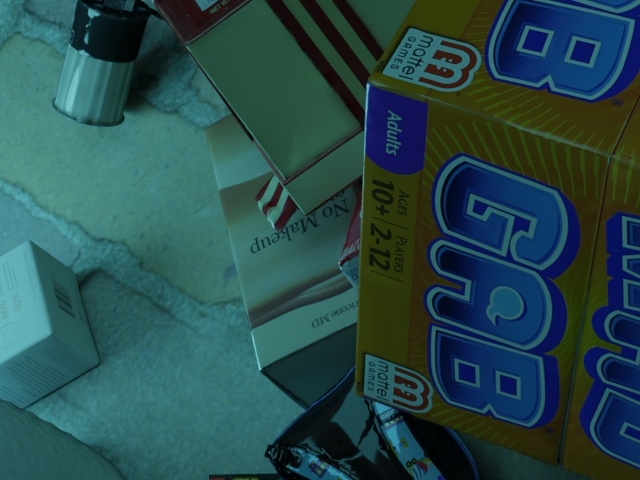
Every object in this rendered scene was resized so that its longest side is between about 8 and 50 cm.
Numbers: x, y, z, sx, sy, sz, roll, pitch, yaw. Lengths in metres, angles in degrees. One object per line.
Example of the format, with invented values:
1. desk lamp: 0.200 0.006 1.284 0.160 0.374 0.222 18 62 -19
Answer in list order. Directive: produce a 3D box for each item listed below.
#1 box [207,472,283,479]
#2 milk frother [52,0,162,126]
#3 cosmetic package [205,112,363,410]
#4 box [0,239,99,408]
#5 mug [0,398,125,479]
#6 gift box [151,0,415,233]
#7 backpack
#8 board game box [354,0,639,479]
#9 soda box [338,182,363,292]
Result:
1. box: -0.052 0.270 1.894 0.137 0.027 0.094 -4 65 30
2. milk frother: -0.208 -0.199 2.205 0.143 0.129 0.134 21 115 10
3. cosmetic package: 0.000 0.000 1.941 0.153 0.129 0.296 -27 55 15
4. box: -0.341 0.105 2.120 0.170 0.091 0.130 -30 54 15
5. mug: -0.334 0.270 1.874 0.374 0.328 0.276 3 67 33
6. gift box: -0.006 -0.182 1.797 0.255 0.258 0.276 -33 39 5
7. backpack: 0.063 0.207 1.800 0.158 0.117 0.173 -44 77 6
8. board game box: 0.258 -0.057 1.535 0.356 0.356 0.356 19 51 15
9. soda box: 0.090 -0.024 1.839 0.083 0.092 0.263 -29 19 24
